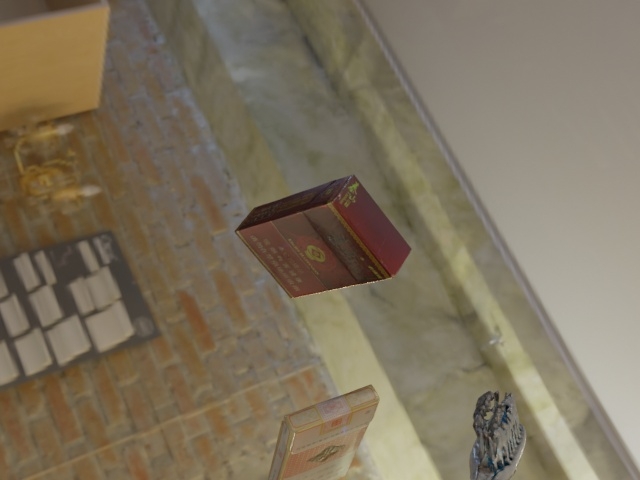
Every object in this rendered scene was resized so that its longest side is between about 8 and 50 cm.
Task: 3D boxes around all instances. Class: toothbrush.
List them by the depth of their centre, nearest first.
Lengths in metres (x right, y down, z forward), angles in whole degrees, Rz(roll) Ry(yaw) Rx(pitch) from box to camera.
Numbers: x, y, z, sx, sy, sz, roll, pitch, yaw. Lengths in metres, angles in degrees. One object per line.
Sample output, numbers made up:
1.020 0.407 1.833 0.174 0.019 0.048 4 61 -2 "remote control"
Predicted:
0.030 0.124 0.288 0.024 0.288 0.026 3 -69 23 "toothbrush"

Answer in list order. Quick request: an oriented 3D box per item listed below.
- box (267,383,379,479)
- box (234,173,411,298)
-0.001 0.100 0.439 0.012 0.046 0.083 61 -26 29 "box"
0.000 0.000 0.466 0.082 0.023 0.051 -14 -58 48 "box"
